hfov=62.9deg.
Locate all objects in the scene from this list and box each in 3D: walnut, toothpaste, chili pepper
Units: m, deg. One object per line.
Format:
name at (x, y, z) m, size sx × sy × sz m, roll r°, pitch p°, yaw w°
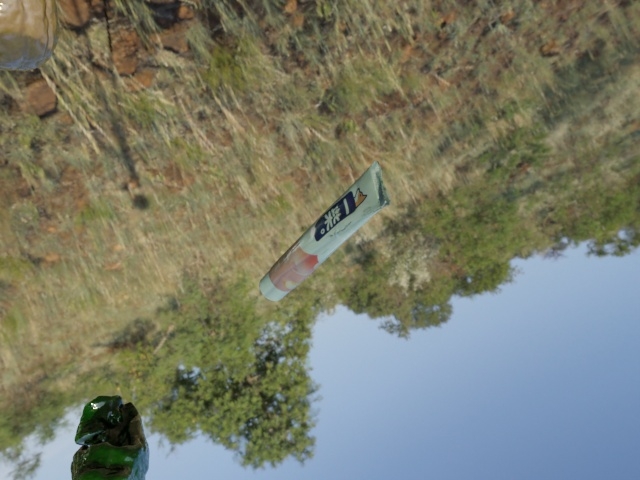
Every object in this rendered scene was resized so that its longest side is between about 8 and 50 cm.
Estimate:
walnut at (-0.621, -0.454, 0.991) m, size 0.225 × 0.257 × 0.257 m, roll 13°, pitch -162°, yaw 31°
toothpaste at (0.000, 0.000, 0.553) m, size 0.036 × 0.056 × 0.205 m, roll 16°, pitch 137°, yaw -33°
chili pepper at (-0.285, 0.291, 0.718) m, size 0.099 × 0.083 × 0.253 m, roll 20°, pitch -177°, yaw -23°
